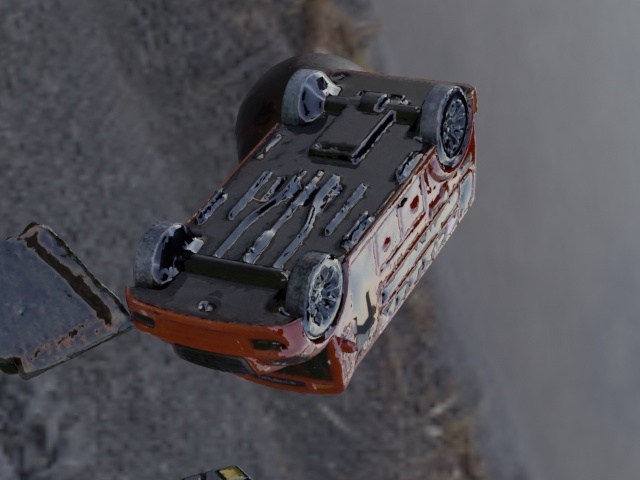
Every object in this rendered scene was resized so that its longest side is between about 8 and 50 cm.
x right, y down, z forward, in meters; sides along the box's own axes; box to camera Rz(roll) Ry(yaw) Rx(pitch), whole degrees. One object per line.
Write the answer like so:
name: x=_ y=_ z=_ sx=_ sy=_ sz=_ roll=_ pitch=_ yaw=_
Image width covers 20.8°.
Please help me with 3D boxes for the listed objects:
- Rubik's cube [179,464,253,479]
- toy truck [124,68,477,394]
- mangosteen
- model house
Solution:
Rubik's cube: x=-0.071 y=0.216 z=1.253 sx=0.093 sy=0.111 sz=0.111 roll=-46 pitch=123 yaw=-72
toy truck: x=0.000 y=0.000 z=0.976 sx=0.252 sy=0.107 sz=0.114 roll=-52 pitch=143 yaw=-44
mangosteen: x=0.013 y=-0.070 z=1.289 sx=0.152 sy=0.152 sz=0.152 roll=10 pitch=77 yaw=-51
model house: x=-0.197 y=0.039 z=1.151 sx=0.152 sy=0.165 sz=0.106 roll=7 pitch=86 yaw=-10
